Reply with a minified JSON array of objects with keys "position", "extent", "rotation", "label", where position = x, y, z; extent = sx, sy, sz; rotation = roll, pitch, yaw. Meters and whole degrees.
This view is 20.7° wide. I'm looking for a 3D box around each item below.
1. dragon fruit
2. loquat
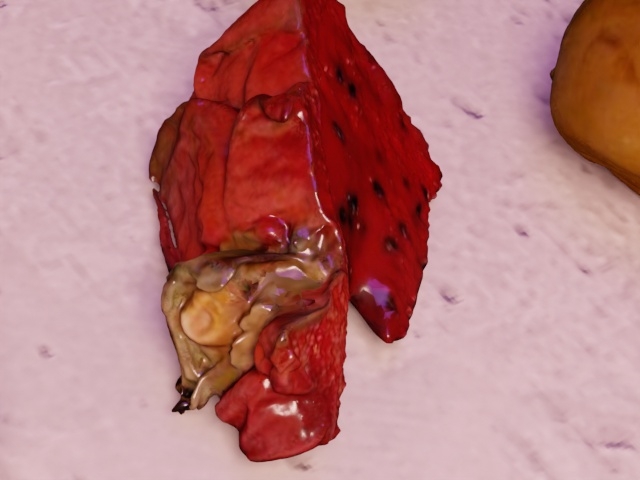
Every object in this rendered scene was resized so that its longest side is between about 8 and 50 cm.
[{"position":[-0.018,0.005,0.667],"extent":[0.092,0.122,0.192],"rotation":[-19,46,23],"label":"dragon fruit"},{"position":[0.161,-0.059,0.725],"extent":[0.137,0.113,0.137],"rotation":[11,15,-3],"label":"loquat"}]
